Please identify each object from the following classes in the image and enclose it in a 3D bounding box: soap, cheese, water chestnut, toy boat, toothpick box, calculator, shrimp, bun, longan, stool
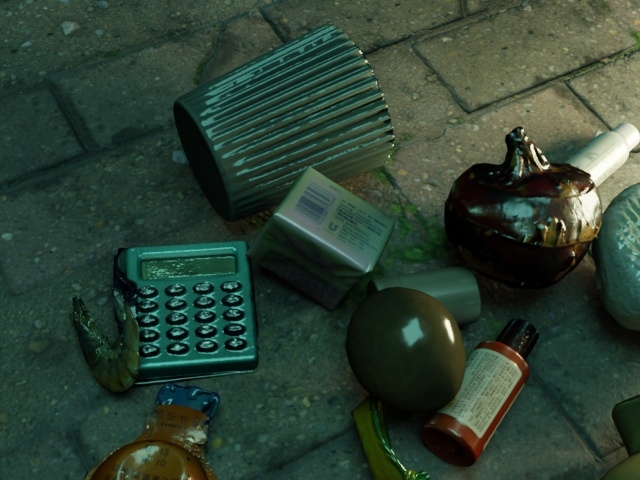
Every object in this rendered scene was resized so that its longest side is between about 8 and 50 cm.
[{"bbox_3d":[0.000,0.000,1.662,0.199,0.182,0.138,32,56,-3],"label":"soap"},{"bbox_3d":[-0.248,0.355,1.454,0.217,0.129,0.329,10,43,6],"label":"cheese"},{"bbox_3d":[0.363,-0.065,1.682,0.300,0.300,0.300,2,55,-3],"label":"water chestnut"},{"bbox_3d":[0.107,0.313,1.530,0.088,0.089,0.229,-20,46,0],"label":"toy boat"},{"bbox_3d":[0.180,0.109,1.668,0.181,0.111,0.111,-9,56,-12],"label":"toothpick box"},{"bbox_3d":[-0.238,0.118,1.660,0.249,0.058,0.274,-4,57,-6],"label":"calculator"},{"bbox_3d":[-0.360,0.151,1.585,0.051,0.150,0.217,-2,42,-47],"label":"shrimp"},{"bbox_3d":[0.657,0.047,1.701,0.355,0.194,0.354,1,57,-1],"label":"bun"},{"bbox_3d":[0.136,0.176,1.508,0.198,0.198,0.212,-20,77,-18],"label":"longan"},{"bbox_3d":[-0.077,-0.211,1.774,0.330,0.297,0.297,-26,61,-15],"label":"stool"}]

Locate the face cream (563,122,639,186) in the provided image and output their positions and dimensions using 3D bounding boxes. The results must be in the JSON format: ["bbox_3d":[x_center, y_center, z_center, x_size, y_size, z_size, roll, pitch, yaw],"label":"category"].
[{"bbox_3d":[0.550,-0.152,1.902,0.269,0.082,0.082,-37,65,-27],"label":"face cream"}]

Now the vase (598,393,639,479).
[{"bbox_3d":[0.558,0.435,1.431,0.329,0.241,0.302,43,44,-9],"label":"vase"}]

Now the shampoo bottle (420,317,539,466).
[{"bbox_3d":[0.282,0.244,1.586,0.104,0.104,0.278,32,58,17],"label":"shampoo bottle"}]
